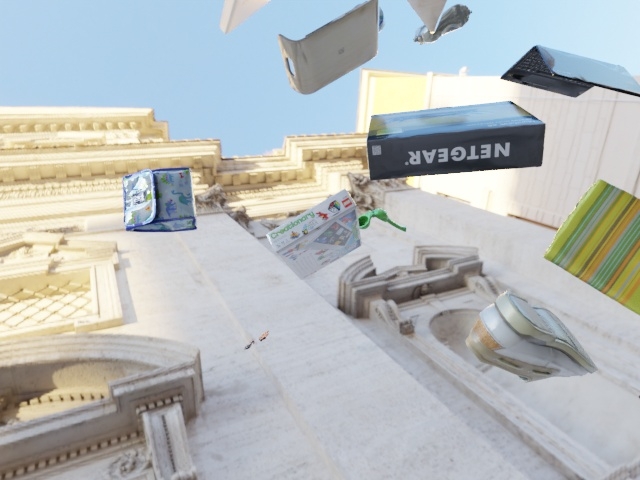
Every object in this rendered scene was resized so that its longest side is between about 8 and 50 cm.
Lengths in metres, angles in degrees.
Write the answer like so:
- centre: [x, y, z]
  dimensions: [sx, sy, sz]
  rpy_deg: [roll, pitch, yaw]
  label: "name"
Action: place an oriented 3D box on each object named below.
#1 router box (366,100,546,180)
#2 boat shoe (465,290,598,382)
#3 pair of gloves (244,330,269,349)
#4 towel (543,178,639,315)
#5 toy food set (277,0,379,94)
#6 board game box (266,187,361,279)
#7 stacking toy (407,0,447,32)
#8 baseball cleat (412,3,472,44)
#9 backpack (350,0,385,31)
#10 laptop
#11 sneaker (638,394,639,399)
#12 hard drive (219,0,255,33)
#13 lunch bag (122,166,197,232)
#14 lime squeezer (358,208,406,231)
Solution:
- centre: [0.251, -0.207, 0.881]
  dimensions: [0.308, 0.243, 0.081]
  rpy_deg: [-4, -64, 10]
  label: "router box"
- centre: [0.352, 0.174, 0.731]
  dimensions: [0.302, 0.113, 0.103]
  rpy_deg: [28, -62, -32]
  label: "boat shoe"
- centre: [-0.191, 0.298, 1.310]
  dimensions: [0.083, 0.074, 0.010]
  rpy_deg: [-32, -86, 4]
  label: "pair of gloves"
- centre: [0.354, 0.042, 0.432]
  dimensions: [0.102, 0.237, 0.021]
  rpy_deg: [-53, -17, 0]
  label: "towel"
- centre: [0.035, -0.565, 1.233]
  dimensions: [0.306, 0.092, 0.220]
  rpy_deg: [-32, -18, -5]
  label: "toy food set"
- centre: [0.000, 0.000, 1.037]
  dimensions: [0.192, 0.053, 0.305]
  rpy_deg: [-30, -18, -2]
  label: "board game box"
- centre: [0.187, -0.544, 0.729]
  dimensions: [0.309, 0.130, 0.279]
  rpy_deg: [44, -66, 4]
  label: "stacking toy"
- centre: [0.366, -0.666, 1.345]
  dimensions: [0.205, 0.109, 0.072]
  rpy_deg: [-34, -62, -23]
  label: "baseball cleat"
- centre: [0.137, -0.671, 1.342]
  dimensions: [0.114, 0.084, 0.105]
  rpy_deg: [-38, -100, 12]
  label: "backpack"
- centre: [0.612, -0.384, 1.088]
  dimensions: [0.234, 0.264, 0.137]
  rpy_deg: [12, -97, -5]
  label: "laptop"
- centre: [0.622, 0.240, 0.709]
  dimensions: [0.162, 0.106, 0.282]
  rpy_deg: [-5, -62, 11]
  label: "sneaker"
- centre: [-0.176, -0.670, 1.176]
  dimensions: [0.203, 0.307, 0.040]
  rpy_deg: [-41, -71, -6]
  label: "hard drive"
- centre: [-0.356, -0.087, 0.968]
  dimensions: [0.151, 0.096, 0.129]
  rpy_deg: [-6, -107, -14]
  label: "lunch bag"
- centre: [0.160, -0.050, 1.456]
  dimensions: [0.310, 0.059, 0.110]
  rpy_deg: [-14, -40, -25]
  label: "lime squeezer"
